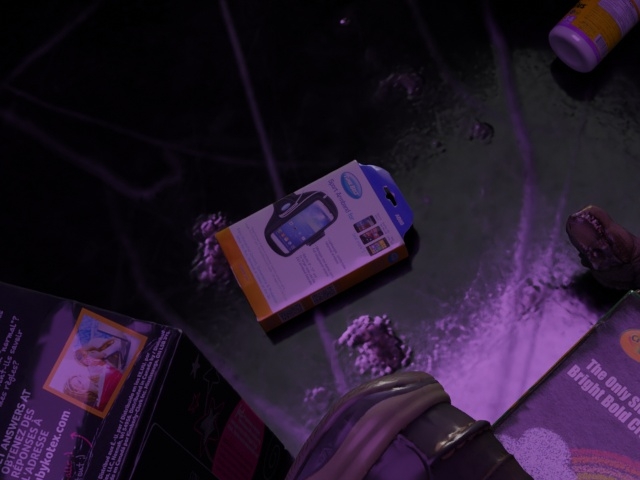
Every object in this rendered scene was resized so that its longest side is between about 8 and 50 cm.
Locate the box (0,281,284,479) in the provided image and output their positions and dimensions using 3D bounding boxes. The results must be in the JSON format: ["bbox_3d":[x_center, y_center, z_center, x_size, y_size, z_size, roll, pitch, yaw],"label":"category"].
[{"bbox_3d":[-0.137,0.150,0.760,0.142,0.247,0.163,13,70,18],"label":"box"}]

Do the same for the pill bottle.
[{"bbox_3d":[0.213,-0.168,0.942,0.043,0.043,0.083,40,79,24],"label":"pill bottle"}]

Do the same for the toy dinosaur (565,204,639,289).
[{"bbox_3d":[0.302,0.015,0.838,0.268,0.064,0.118,22,76,15],"label":"toy dinosaur"}]

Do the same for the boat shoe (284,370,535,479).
[{"bbox_3d":[0.006,0.246,0.691,0.130,0.132,0.355,32,109,25],"label":"boat shoe"}]

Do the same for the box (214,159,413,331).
[{"bbox_3d":[0.000,0.000,0.921,0.136,0.028,0.081,-27,64,-4],"label":"box"}]

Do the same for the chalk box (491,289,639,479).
[{"bbox_3d":[0.200,0.129,0.766,0.213,0.132,0.132,-41,64,-9],"label":"chalk box"}]
